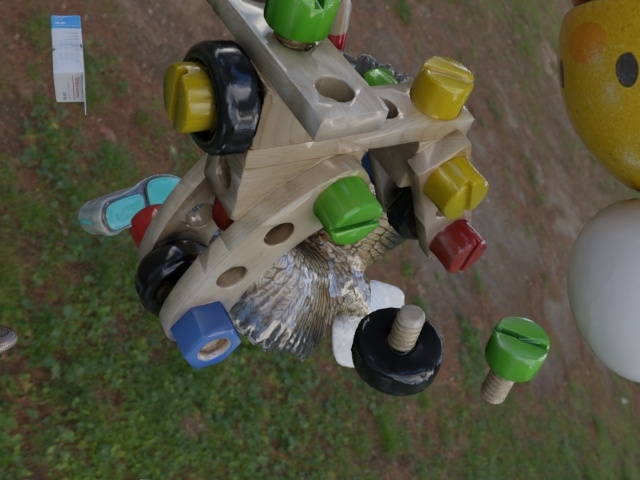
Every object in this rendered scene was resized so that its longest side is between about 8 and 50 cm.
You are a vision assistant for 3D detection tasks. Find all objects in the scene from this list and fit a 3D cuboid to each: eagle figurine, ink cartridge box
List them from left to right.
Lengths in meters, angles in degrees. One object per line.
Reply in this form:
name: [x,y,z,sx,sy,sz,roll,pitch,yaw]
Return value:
ink cartridge box: [-0.240,-0.166,0.728,0.028,0.048,0.083,-4,66,-16]
eagle figurine: [-0.011,-0.002,0.715,0.298,0.225,0.227,118,-34,-71]

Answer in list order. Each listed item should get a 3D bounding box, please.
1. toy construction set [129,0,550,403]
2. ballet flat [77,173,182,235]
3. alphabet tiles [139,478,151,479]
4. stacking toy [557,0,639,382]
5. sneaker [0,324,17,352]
toy construction set: [0.008,-0.087,0.490,0.257,0.237,0.309,2,46,-9]
ballet flat: [-0.285,-0.058,1.172,0.213,0.068,0.072,-29,115,-59]
alphabet tiles: [-0.164,0.382,1.000,0.198,0.237,0.009,12,42,-18]
stacking toy: [0.265,-0.139,0.473,0.350,0.350,0.480,9,95,-55]
sneaker: [-0.579,0.146,1.234,0.188,0.066,0.071,-2,110,-48]
